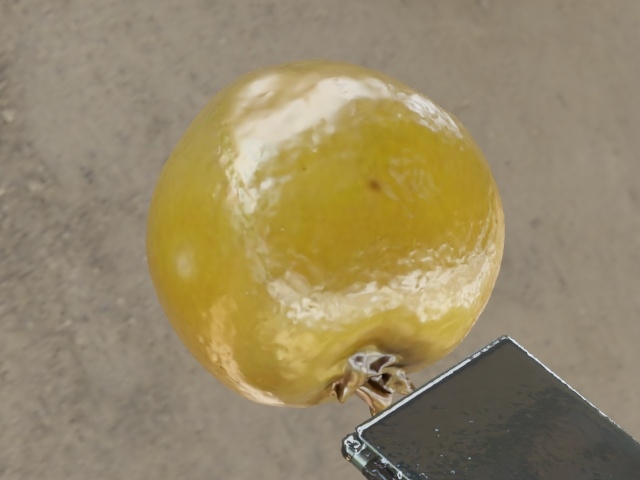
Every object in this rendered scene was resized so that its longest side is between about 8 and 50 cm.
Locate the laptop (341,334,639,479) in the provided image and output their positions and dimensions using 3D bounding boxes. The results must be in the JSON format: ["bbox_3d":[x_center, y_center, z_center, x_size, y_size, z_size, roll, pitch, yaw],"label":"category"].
[{"bbox_3d":[0.110,0.120,0.784,0.180,0.016,0.129,41,41,21],"label":"laptop"}]

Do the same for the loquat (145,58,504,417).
[{"bbox_3d":[0.000,0.000,1.044,0.208,0.208,0.208,24,52,-35],"label":"loquat"}]
